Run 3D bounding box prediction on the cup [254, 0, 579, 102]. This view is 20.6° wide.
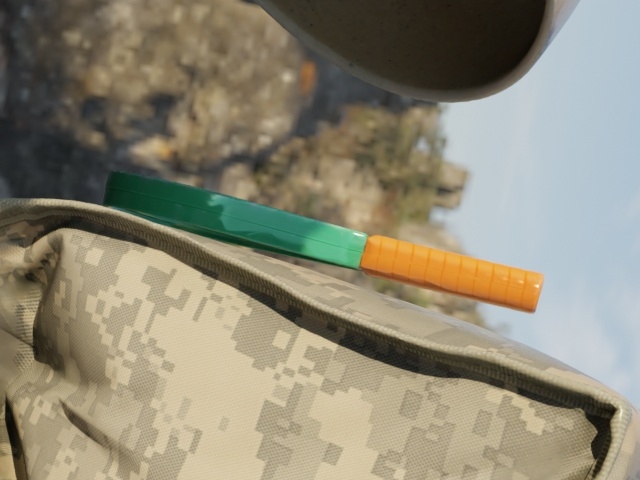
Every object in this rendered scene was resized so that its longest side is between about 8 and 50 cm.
[{"bbox_3d":[0.081,-0.286,1.093,0.237,0.331,0.331,-43,164,-26],"label":"cup"}]

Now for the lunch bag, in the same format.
[{"bbox_3d":[-0.012,0.095,0.667,0.169,0.287,0.235,-67,154,-4],"label":"lunch bag"}]

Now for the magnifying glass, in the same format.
[{"bbox_3d":[0.000,0.000,0.905,0.092,0.231,0.026,47,59,-82],"label":"magnifying glass"}]
